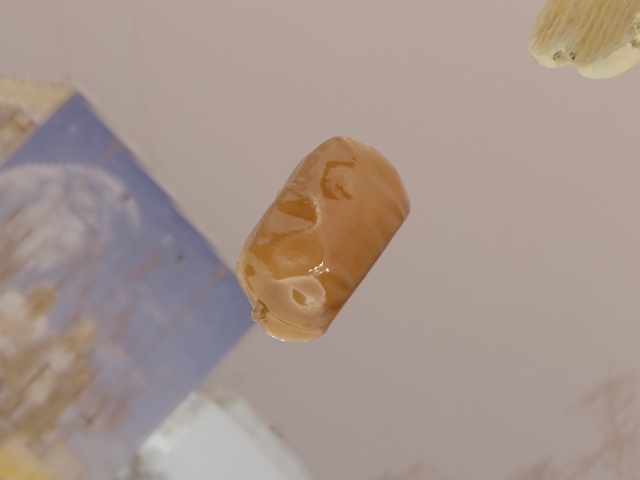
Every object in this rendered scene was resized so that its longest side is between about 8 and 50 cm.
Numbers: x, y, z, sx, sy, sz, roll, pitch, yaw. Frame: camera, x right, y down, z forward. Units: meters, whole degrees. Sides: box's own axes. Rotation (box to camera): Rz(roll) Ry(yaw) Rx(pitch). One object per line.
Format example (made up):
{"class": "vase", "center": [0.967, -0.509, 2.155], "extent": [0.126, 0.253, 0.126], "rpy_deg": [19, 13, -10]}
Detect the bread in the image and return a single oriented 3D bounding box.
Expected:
{"class": "bread", "center": [0.232, -0.218, 1.305], "extent": [0.039, 0.251, 0.182], "rpy_deg": [36, -3, -21]}

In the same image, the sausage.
{"class": "sausage", "center": [0.000, 0.000, 2.018], "extent": [0.136, 0.241, 0.120], "rpy_deg": [36, -29, -8]}
